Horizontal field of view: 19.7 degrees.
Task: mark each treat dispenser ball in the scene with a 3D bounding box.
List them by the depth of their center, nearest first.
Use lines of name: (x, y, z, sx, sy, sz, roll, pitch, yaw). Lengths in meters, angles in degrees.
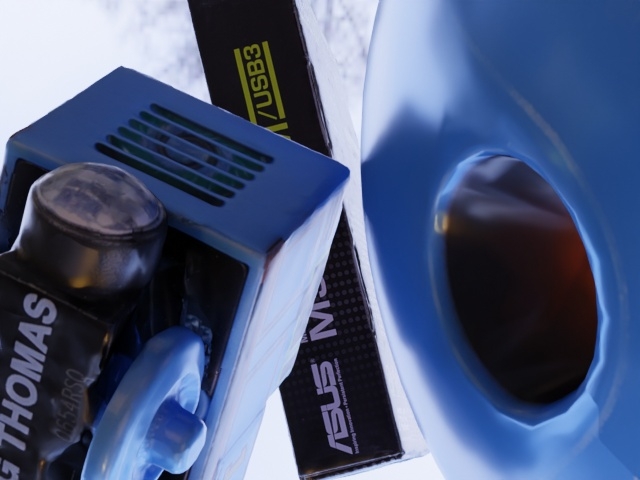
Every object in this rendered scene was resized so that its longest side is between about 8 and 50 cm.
treat dispenser ball: (0.152, -0.019, 0.399, 0.288, 0.288, 0.288, 3, -129, -3)

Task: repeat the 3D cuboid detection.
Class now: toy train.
toy train: (-0.056, 0.054, 0.423, 0.080, 0.184, 0.105, 25, -148, 14)

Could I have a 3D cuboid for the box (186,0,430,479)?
box: (0.000, 0.000, 0.721, 0.045, 0.190, 0.184, -16, -97, 4)
